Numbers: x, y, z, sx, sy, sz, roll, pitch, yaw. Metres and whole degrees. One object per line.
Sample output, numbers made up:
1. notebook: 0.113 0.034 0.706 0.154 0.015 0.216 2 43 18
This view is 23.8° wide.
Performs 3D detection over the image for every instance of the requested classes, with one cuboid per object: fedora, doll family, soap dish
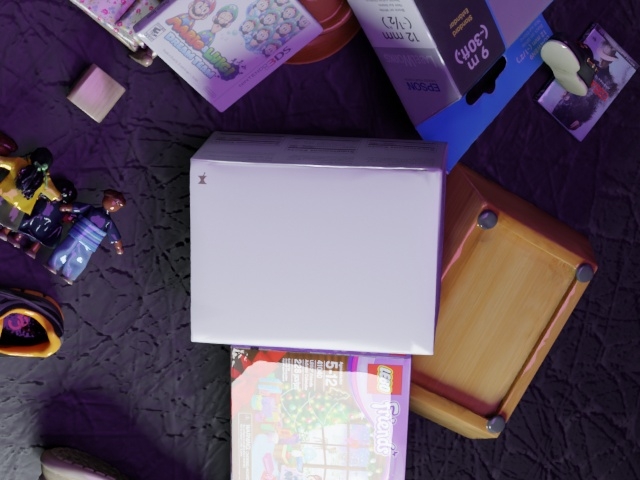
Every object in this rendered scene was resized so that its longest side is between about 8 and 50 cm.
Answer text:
1. fedora: -0.006 -0.282 1.640 0.194 0.079 0.194 -7 107 -22
2. doll family: -0.291 -0.040 1.599 0.193 0.076 0.111 38 84 -33
3. soap dish: 0.179 0.082 1.807 0.229 0.118 0.291 28 94 -28

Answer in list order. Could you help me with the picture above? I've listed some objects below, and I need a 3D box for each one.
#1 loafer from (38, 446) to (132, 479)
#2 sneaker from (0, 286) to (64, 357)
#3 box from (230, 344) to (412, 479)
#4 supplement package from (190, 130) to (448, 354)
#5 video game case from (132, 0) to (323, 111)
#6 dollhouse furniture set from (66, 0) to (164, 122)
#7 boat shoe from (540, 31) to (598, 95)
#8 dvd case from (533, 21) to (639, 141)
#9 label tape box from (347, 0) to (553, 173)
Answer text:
1. loafer: -0.217 0.325 1.719 0.268 0.102 0.092 37 83 -28
2. sneaker: -0.367 0.079 1.593 0.215 0.083 0.084 7 104 -23
3. box: -0.001 0.238 1.738 0.201 0.057 0.293 3 117 4
4. supplement package: 0.000 0.000 1.632 0.262 0.145 0.204 3 106 6
5. video game case: -0.093 -0.218 1.565 0.143 0.019 0.157 -37 139 10
6. dollhouse furniture set: -0.210 -0.331 1.486 0.303 0.174 0.355 37 89 -27
7. boat shoe: 0.290 -0.213 1.767 0.042 0.049 0.133 -63 153 -7
8. dvd case: 0.323 -0.192 1.846 0.087 0.013 0.119 39 87 -28
9. label tape box: 0.164 -0.278 1.649 0.249 0.115 0.347 -47 122 -26
